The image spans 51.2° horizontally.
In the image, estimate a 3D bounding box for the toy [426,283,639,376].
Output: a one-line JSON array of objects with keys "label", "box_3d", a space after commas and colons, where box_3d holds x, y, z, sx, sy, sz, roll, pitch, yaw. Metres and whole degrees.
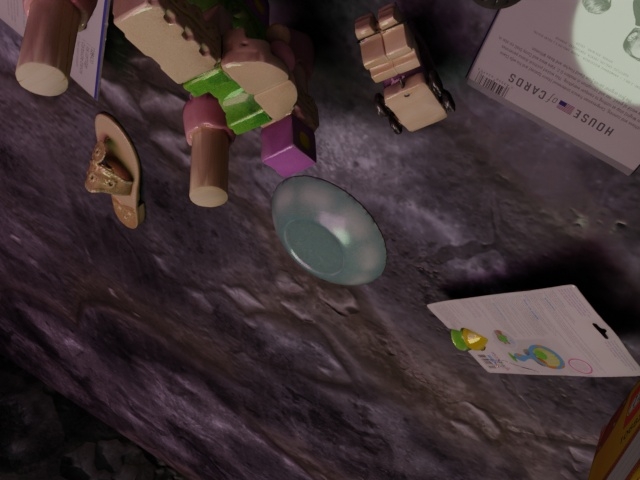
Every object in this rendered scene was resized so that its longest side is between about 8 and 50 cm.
[{"label": "toy", "box_3d": [0.251, 0.099, 0.798, 0.137, 0.056, 0.237, 47, 149, -14]}]

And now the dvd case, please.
[{"label": "dvd case", "box_3d": [0.240, -0.181, 0.540, 0.179, 0.029, 0.239, 34, 144, 11]}]

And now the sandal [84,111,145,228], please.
[{"label": "sandal", "box_3d": [-0.357, -0.095, 1.134, 0.088, 0.079, 0.240, 26, 141, 21]}]

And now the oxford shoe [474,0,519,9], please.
[{"label": "oxford shoe", "box_3d": [0.122, -0.289, 0.487, 0.082, 0.096, 0.227, -8, 113, 11]}]

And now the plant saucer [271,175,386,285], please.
[{"label": "plant saucer", "box_3d": [0.000, 0.000, 0.942, 0.195, 0.037, 0.195, 24, 141, 21]}]

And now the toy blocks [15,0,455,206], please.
[{"label": "toy blocks", "box_3d": [-0.076, -0.235, 0.651, 0.309, 0.260, 0.288, -19, 147, 25]}]

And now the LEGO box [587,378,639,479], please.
[{"label": "LEGO box", "box_3d": [0.449, 0.109, 0.401, 0.372, 0.193, 0.500, 30, 126, 16]}]

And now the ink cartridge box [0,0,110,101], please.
[{"label": "ink cartridge box", "box_3d": [-0.371, -0.384, 0.861, 0.307, 0.072, 0.303, 38, 143, 2]}]
